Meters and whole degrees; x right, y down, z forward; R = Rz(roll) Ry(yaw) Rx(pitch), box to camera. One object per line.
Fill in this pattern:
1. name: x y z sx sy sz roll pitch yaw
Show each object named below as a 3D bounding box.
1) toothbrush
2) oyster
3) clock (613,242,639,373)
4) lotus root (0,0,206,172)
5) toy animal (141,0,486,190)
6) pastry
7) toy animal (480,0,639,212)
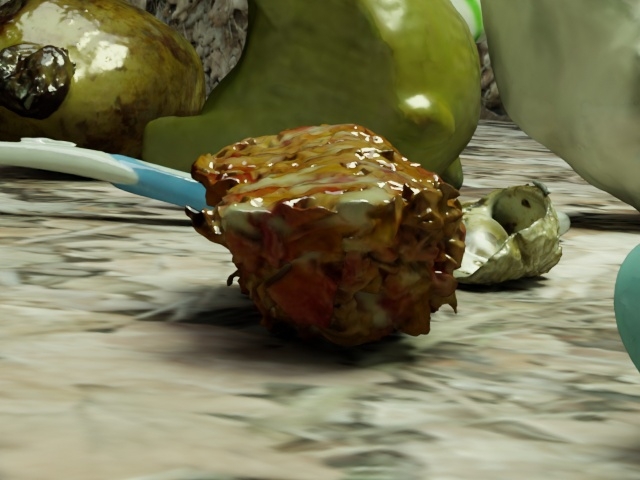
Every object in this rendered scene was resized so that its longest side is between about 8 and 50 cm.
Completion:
1. toothbrush: -0.060 -0.028 0.766 0.386 0.040 0.040 3 7 -7
2. oyster: 0.069 0.007 0.632 0.081 0.038 0.083 -4 26 43
3. clock: 0.174 -0.076 0.297 0.224 0.274 0.094 7 8 42
4. lotus root: -0.160 -0.108 1.030 0.145 0.128 0.260 14 10 8
5. toy animal: 0.019 -0.108 0.947 0.180 0.181 0.363 13 9 8
6. pastry: 0.003 0.000 0.492 0.087 0.063 0.169 -6 12 -2
7. toy animal: 0.245 -0.095 0.855 0.266 0.308 0.188 -26 45 12
